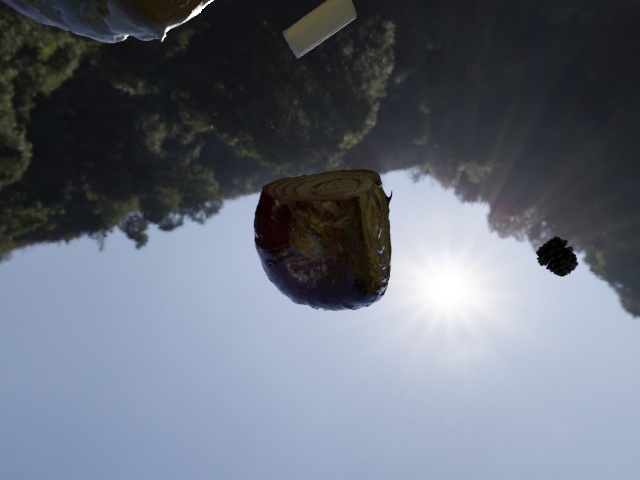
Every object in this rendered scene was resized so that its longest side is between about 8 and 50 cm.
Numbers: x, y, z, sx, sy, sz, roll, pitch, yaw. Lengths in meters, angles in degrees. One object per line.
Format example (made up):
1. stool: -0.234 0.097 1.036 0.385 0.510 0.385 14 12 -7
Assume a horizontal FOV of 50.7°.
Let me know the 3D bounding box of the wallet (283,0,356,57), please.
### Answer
1. wallet: 0.000 -0.351 1.101 0.122 0.061 0.025 -35 -121 1

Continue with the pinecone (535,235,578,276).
1. pinecone: 0.491 0.035 1.396 0.077 0.077 0.083 -1 -150 -19

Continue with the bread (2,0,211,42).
1. bread: -0.165 -0.315 0.526 0.225 0.250 0.279 28 -111 28

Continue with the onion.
1. onion: 0.000 0.005 1.045 0.206 0.206 0.216 -2 -168 20
